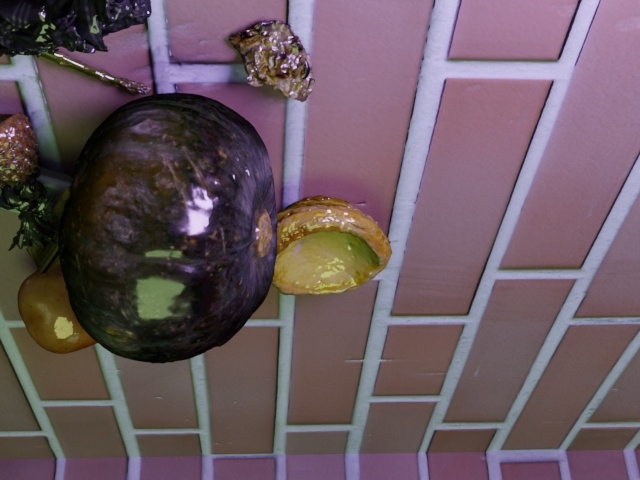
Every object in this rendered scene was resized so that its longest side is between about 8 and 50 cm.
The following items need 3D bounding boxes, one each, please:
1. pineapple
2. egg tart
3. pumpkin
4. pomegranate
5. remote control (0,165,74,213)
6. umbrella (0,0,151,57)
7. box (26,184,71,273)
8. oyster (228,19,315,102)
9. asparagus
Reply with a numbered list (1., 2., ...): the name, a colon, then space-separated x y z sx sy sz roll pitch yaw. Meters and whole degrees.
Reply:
1. pineapple: -0.519 -0.098 1.783 0.125 0.125 0.251 -8 116 9
2. egg tart: 0.000 0.000 2.048 0.294 0.123 0.294 -5 147 -3
3. pumpkin: -0.250 -0.019 1.694 0.344 0.454 0.454 8 149 9
4. pomegranate: -0.525 0.136 2.150 0.209 0.209 0.209 -2 148 -1
5. remote control: -0.616 -0.122 1.864 0.335 0.065 0.128 17 141 -27
6. umbrella: -0.400 -0.342 1.495 0.336 0.154 0.128 2 -175 29
7. box: -0.439 -0.042 1.925 0.159 0.071 0.240 -29 170 -42
8. oyster: -0.071 -0.283 1.663 0.105 0.056 0.177 -20 140 12
9. asparagus: -0.387 -0.282 1.666 0.248 0.025 0.024 20 99 -31
